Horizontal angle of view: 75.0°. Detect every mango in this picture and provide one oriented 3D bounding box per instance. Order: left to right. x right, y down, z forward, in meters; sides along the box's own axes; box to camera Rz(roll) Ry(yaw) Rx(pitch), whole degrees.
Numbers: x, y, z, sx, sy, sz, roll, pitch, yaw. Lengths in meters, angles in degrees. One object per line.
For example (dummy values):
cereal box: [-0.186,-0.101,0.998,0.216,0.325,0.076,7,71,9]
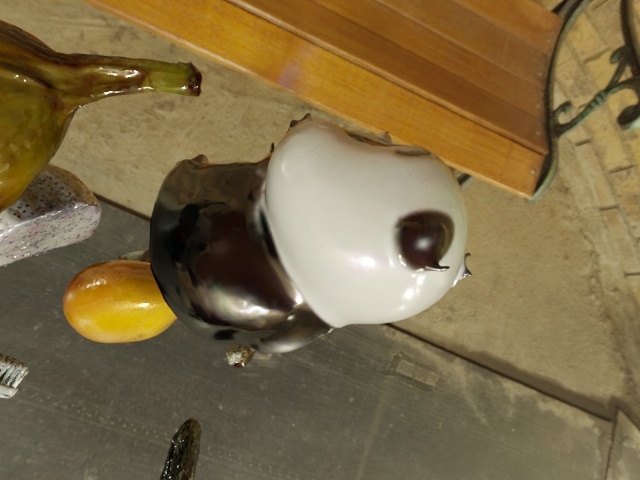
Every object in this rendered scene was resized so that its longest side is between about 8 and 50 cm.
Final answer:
mango: [-0.264,0.081,0.578,0.144,0.219,0.113,28,54,-43]

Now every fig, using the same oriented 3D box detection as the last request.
fig: [-0.264,-0.104,0.353,0.290,0.190,0.191,-13,87,-34]

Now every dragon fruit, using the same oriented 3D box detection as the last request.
dragon fruit: [-0.653,-0.089,0.920,0.204,0.221,0.283,55,39,2]

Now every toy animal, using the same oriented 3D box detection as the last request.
toy animal: [0.000,0.000,0.460,0.251,0.309,0.251,23,64,-61]

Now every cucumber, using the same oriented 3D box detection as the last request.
cucumber: [-0.302,0.527,0.851,0.072,0.081,0.304,10,70,-3]

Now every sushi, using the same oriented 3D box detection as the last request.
sushi: [-0.144,0.212,0.804,0.046,0.044,0.083,64,25,-10]

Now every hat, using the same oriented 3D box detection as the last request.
hat: [-0.532,0.076,1.171,0.147,0.175,0.085,-27,102,-59]

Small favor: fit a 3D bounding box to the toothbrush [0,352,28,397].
toothbrush: [-0.313,0.032,0.234,0.288,0.024,0.026,42,64,-36]
